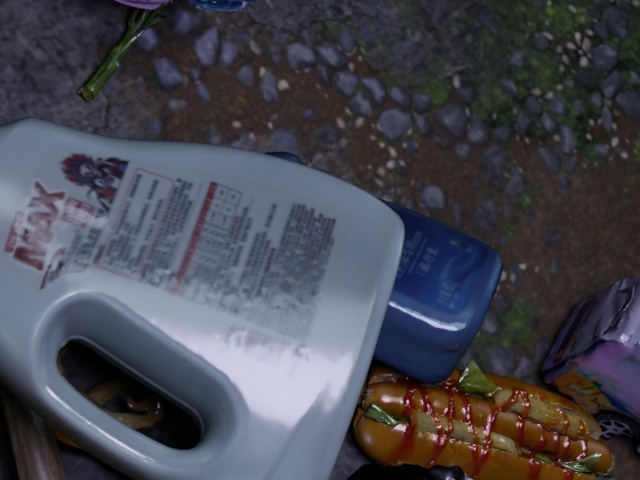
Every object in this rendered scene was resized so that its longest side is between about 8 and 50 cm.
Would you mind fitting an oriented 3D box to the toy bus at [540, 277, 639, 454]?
[{"bbox_3d":[0.354,0.164,1.549,0.317,0.138,0.112,37,59,-9],"label":"toy bus"}]

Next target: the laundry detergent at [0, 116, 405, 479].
[{"bbox_3d":[-0.158,0.026,1.259,0.398,0.125,0.264,21,69,-8],"label":"laundry detergent"}]

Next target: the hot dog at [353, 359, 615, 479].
[{"bbox_3d":[0.146,0.159,1.477,0.250,0.076,0.104,17,62,-19],"label":"hot dog"}]

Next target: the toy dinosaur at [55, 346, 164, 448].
[{"bbox_3d":[-0.179,0.146,1.326,0.126,0.039,0.162,-13,69,-26],"label":"toy dinosaur"}]

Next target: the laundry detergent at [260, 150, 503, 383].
[{"bbox_3d":[0.000,0.000,1.429,0.290,0.094,0.143,27,42,-2],"label":"laundry detergent"}]

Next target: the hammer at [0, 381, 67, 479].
[{"bbox_3d":[-0.223,0.087,1.300,0.111,0.043,0.365,-7,69,-23],"label":"hammer"}]

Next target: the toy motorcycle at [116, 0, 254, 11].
[{"bbox_3d":[-0.108,-0.255,1.459,0.204,0.108,0.239,36,70,25],"label":"toy motorcycle"}]

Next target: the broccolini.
[{"bbox_3d":[-0.165,-0.173,1.477,0.035,0.030,0.140,36,61,-1],"label":"broccolini"}]

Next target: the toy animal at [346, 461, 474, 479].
[{"bbox_3d":[0.073,0.298,1.323,0.187,0.165,0.235,34,53,-33],"label":"toy animal"}]
